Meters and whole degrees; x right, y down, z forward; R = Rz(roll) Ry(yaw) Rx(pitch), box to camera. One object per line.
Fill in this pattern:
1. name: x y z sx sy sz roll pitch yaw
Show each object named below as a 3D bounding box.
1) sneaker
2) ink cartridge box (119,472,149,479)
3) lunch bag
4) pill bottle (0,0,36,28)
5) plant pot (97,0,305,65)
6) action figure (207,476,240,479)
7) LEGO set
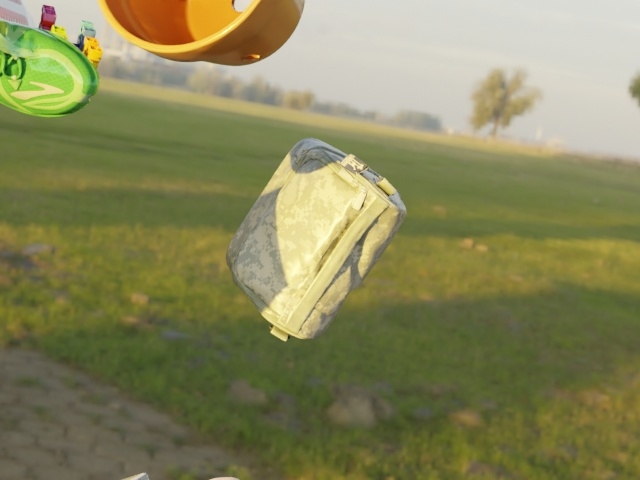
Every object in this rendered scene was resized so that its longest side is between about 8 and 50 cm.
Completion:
1. sneaker: -0.404 -0.225 1.481 0.295 0.109 0.123 26 11 -13
2. ink cartridge box: -0.403 0.669 2.344 0.285 0.395 0.166 -20 0 22
3. lunch bag: 0.000 0.000 2.088 0.212 0.305 0.256 32 8 -20
4. pill bottle: -0.601 -0.340 2.022 0.229 0.229 0.407 10 3 6
5. plant pot: -0.147 -0.375 1.814 0.291 0.291 0.203 12 -6 25
6. action figure: -0.166 0.571 1.792 0.248 0.370 0.276 -22 14 18
7. LEGO set: -0.387 -0.277 1.958 0.087 0.093 0.227 9 25 -22
